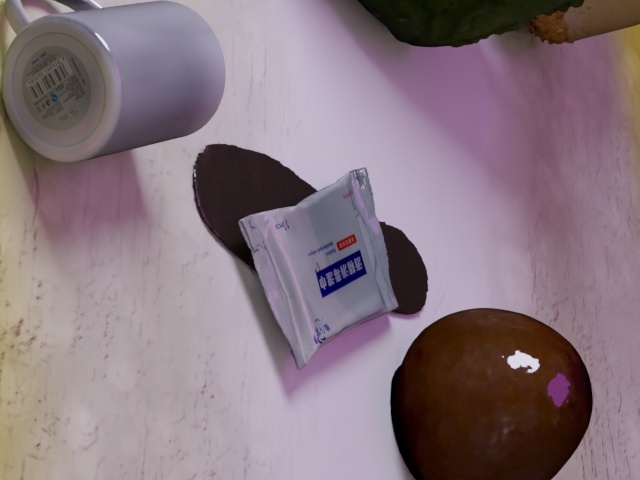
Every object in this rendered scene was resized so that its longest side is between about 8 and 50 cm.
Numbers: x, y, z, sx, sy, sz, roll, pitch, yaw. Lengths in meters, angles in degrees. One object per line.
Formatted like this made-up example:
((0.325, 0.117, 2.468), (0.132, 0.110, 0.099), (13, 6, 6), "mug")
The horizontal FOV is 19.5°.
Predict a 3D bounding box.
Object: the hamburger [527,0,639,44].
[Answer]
((0.259, -0.345, 1.920), (0.294, 0.179, 0.276), (72, 18, -60), "hamburger")

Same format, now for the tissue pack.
((0.005, 0.019, 1.476), (0.193, 0.026, 0.122), (-27, 98, -58), "tissue pack")

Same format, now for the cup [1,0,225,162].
((-0.154, -0.114, 1.263), (0.133, 0.136, 0.099), (-22, 127, -59), "cup")

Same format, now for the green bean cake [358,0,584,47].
((0.144, -0.335, 1.605), (0.319, 0.335, 0.218), (43, 39, -32), "green bean cake")

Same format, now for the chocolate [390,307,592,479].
((0.148, 0.133, 1.530), (0.177, 0.177, 0.177), (34, 47, -46), "chocolate")

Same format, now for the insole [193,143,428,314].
((0.000, 0.000, 1.512), (0.328, 0.007, 0.111), (22, 58, -52), "insole")
